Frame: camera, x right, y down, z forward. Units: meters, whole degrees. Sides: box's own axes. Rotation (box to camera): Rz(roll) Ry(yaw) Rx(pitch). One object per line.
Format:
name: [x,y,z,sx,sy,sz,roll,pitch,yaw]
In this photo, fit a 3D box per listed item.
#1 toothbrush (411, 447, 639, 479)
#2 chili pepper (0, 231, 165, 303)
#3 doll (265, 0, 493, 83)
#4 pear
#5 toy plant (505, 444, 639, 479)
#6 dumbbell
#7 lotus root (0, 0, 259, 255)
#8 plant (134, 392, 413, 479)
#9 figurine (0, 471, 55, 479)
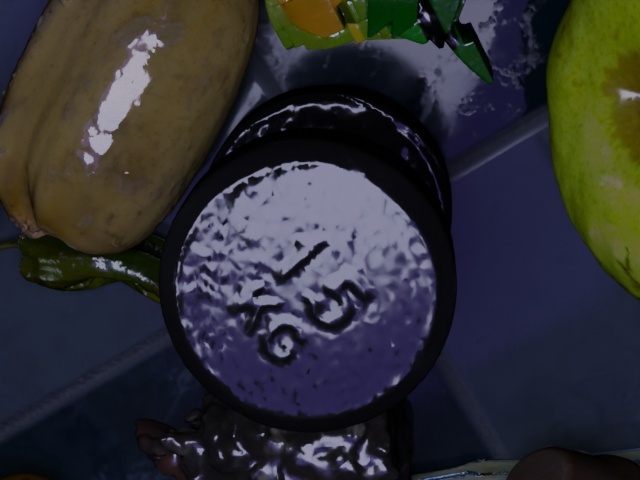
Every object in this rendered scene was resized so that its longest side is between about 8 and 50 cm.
toothbrush: [0.172,0.200,1.394,0.294,0.026,0.028,-11,120,6]
chili pepper: [-0.199,0.015,1.351,0.204,0.072,0.073,12,95,4]
doll: [0.047,-0.196,1.269,0.186,0.106,0.134,3,115,3]
pear: [0.364,-0.108,1.155,0.391,0.391,0.391,1,103,3]
toy plant: [0.242,0.237,1.347,0.143,0.105,0.200,-36,131,27]
dumbbell: [0.000,0.000,1.206,0.203,0.322,0.204,1,103,3]
lotus root: [-0.139,-0.145,1.267,0.169,0.151,0.343,32,96,34]
plant: [-0.036,0.177,1.328,0.234,0.178,0.204,-2,115,15]
figurine: [-0.301,0.306,1.366,0.215,0.215,0.228,12,62,1]
